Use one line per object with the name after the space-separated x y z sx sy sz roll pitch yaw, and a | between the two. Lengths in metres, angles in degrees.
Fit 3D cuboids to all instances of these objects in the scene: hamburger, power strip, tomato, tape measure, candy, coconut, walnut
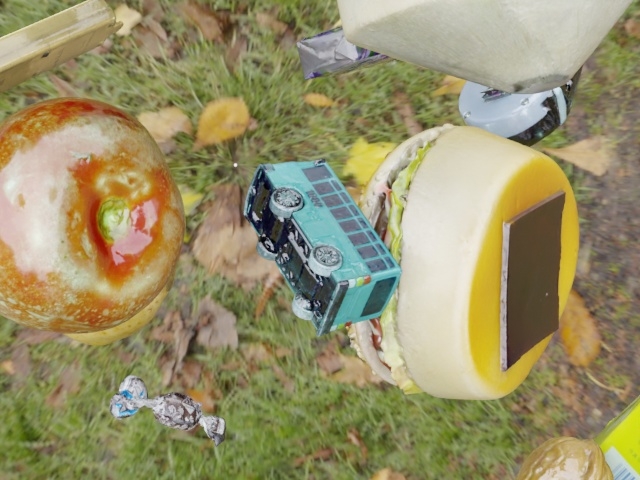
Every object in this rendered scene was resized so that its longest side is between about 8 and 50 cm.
0.141 0.021 1.185 0.176 0.300 0.300 12 94 37 | hamburger
-0.338 -0.195 1.234 0.305 0.064 0.044 -36 87 -38 | power strip
-0.299 -0.028 1.310 0.222 0.270 0.270 0 95 38 | tomato
0.307 -0.228 1.780 0.182 0.181 0.107 -15 132 34 | tape measure
0.071 -0.272 1.567 0.088 0.312 0.061 -15 96 29 | candy
0.112 -0.204 0.752 0.241 0.241 0.241 0 94 -4 | coconut
-0.251 0.290 1.902 0.226 0.094 0.051 22 136 -34 | candy
0.239 0.250 1.128 0.105 0.105 0.124 39 74 -6 | walnut

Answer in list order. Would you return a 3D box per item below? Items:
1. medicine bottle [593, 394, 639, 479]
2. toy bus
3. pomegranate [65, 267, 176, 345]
0.377 0.201 1.155 0.137 0.250 0.141 -26 66 -43 | medicine bottle
0.000 0.000 1.060 0.091 0.079 0.160 -13 53 -31 | toy bus
-0.378 0.053 1.961 0.260 0.260 0.260 0 94 -4 | pomegranate
